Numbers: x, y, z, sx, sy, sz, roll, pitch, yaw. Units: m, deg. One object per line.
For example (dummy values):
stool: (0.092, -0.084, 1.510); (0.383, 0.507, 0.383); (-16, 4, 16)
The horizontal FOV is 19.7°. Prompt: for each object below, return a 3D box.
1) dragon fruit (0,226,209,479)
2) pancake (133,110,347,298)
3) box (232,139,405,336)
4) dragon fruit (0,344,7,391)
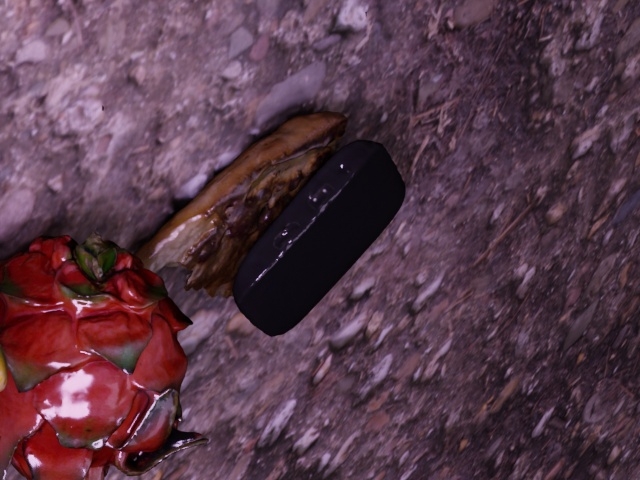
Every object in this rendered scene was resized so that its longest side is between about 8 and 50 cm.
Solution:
dragon fruit: (-0.205, 0.117, 1.523); (0.192, 0.193, 0.274); (-2, 109, -35)
pancake: (-0.057, -0.041, 1.756); (0.212, 0.056, 0.257); (-56, 160, 11)
box: (0.000, 0.000, 1.805); (0.212, 0.042, 0.201); (-50, 161, -6)
dragon fruit: (-0.337, 0.109, 1.311); (0.227, 0.224, 0.224); (-47, 150, -24)
